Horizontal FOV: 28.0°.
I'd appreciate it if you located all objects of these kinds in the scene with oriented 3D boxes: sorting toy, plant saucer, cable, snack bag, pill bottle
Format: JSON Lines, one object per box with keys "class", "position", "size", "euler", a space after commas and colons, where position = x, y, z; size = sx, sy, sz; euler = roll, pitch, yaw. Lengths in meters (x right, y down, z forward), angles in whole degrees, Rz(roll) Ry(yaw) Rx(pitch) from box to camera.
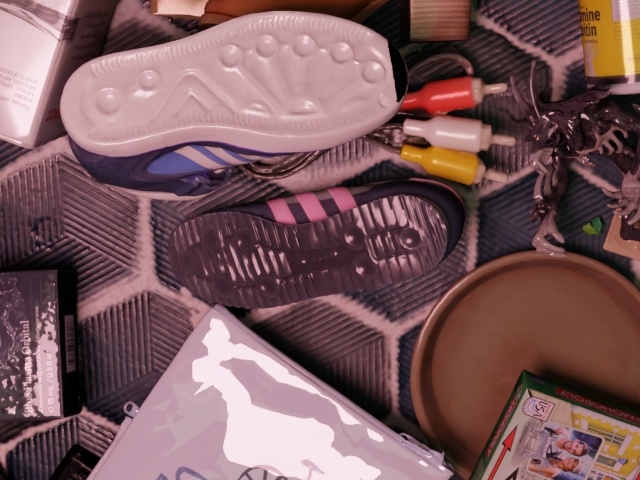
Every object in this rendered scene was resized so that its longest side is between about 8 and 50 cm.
{"class": "sorting toy", "position": [0.322, -0.016, 1.357], "size": [0.083, 0.012, 0.062], "euler": [18, 98, -2]}
{"class": "plant saucer", "position": [0.234, 0.143, 1.376], "size": [0.278, 0.041, 0.277], "euler": [0, 100, 1]}
{"class": "cable", "position": [0.053, -0.124, 1.312], "size": [0.287, 0.072, 0.139], "euler": [-2, 102, 2]}
{"class": "snack bag", "position": [-0.081, 0.278, 1.351], "size": [0.323, 0.037, 0.342], "euler": [34, 96, 6]}
{"class": "pill bottle", "position": [0.306, -0.240, 1.268], "size": [0.103, 0.103, 0.184], "euler": [-7, 100, 3]}

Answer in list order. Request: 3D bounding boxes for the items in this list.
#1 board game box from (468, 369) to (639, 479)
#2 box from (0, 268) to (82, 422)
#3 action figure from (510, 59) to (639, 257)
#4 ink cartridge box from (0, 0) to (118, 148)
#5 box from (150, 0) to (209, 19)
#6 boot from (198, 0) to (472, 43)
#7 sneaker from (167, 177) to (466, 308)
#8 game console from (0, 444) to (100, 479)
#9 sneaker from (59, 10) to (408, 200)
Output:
{"class": "board game box", "position": [0.250, 0.311, 1.371], "size": [0.214, 0.046, 0.317], "euler": [20, 111, -5]}
{"class": "box", "position": [-0.338, 0.112, 1.343], "size": [0.158, 0.093, 0.156], "euler": [-4, 87, 2]}
{"class": "action figure", "position": [0.286, -0.054, 1.268], "size": [0.276, 0.164, 0.141], "euler": [35, 63, -8]}
{"class": "ink cartridge box", "position": [-0.266, -0.241, 1.236], "size": [0.114, 0.197, 0.272], "euler": [19, 100, -2]}
{"class": "box", "position": [-0.084, -0.321, 1.305], "size": [0.164, 0.021, 0.201], "euler": [6, 101, 0]}
{"class": "boot", "position": [0.017, -0.300, 1.252], "size": [0.284, 0.109, 0.220], "euler": [-4, 96, -7]}
{"class": "sneaker", "position": [0.000, 0.000, 1.329], "size": [0.319, 0.131, 0.112], "euler": [-4, 104, 25]}
{"class": "game console", "position": [-0.368, 0.283, 1.419], "size": [0.361, 0.044, 0.213], "euler": [35, 98, -5]}
{"class": "sneaker", "position": [-0.082, -0.119, 1.248], "size": [0.323, 0.236, 0.130], "euler": [-8, 80, -1]}
